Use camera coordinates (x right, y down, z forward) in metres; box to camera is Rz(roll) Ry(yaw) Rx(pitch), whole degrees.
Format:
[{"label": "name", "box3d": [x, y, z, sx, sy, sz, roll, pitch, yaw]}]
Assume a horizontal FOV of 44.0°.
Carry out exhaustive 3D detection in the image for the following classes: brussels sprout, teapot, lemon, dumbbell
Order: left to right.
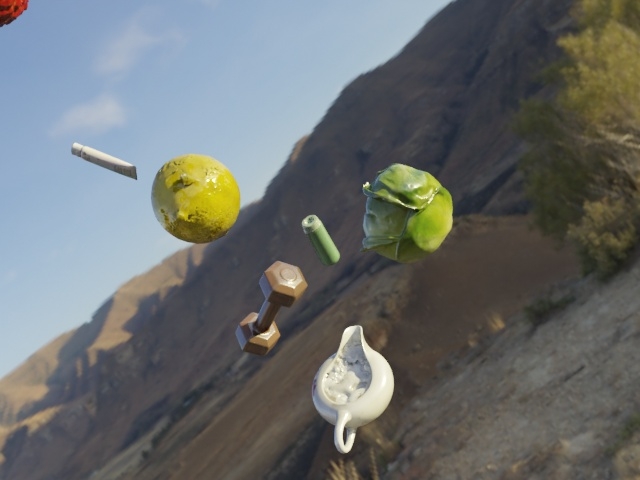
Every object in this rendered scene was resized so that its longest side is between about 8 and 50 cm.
[{"label": "lemon", "box3d": [-0.238, -0.081, 1.531, 0.173, 0.173, 0.206, -40, -10, 12]}, {"label": "dumbbell", "box3d": [-0.102, 0.140, 1.608, 0.082, 0.092, 0.231, -86, 17, -45]}, {"label": "teapot", "box3d": [0.056, 0.262, 1.360, 0.145, 0.092, 0.226, -11, 46, 22]}, {"label": "brussels sprout", "box3d": [0.226, -0.072, 2.166, 0.294, 0.227, 0.260, 5, -78, -47]}]

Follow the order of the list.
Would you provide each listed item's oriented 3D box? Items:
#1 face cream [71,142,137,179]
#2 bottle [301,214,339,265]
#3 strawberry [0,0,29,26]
[{"label": "face cream", "box3d": [-0.349, -0.128, 1.286, 0.038, 0.115, 0.020, 105, -171, -56]}, {"label": "bottle", "box3d": [0.000, 0.000, 1.172, 0.030, 0.083, 0.030, -18, 38, 15]}, {"label": "strawberry", "box3d": [-0.917, -0.667, 2.099, 0.351, 0.267, 0.312, -31, 49, 45]}]
